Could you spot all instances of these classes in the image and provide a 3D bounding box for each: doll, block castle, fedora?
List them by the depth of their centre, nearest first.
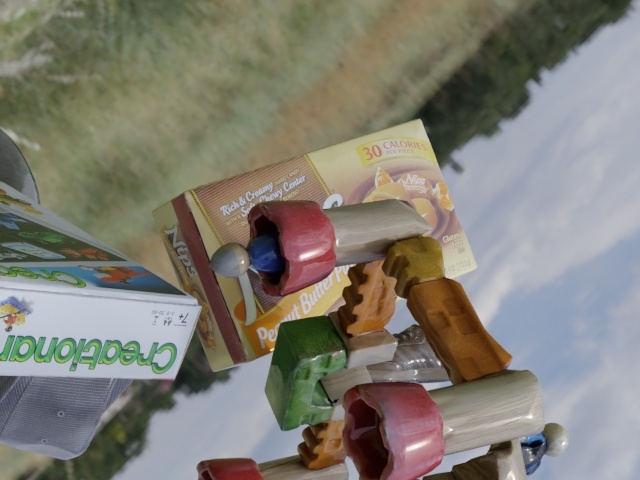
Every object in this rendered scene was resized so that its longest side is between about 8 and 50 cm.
[{"bbox_3d":[0.003,0.208,1.248,0.213,0.303,0.453,-9,138,-24],"label":"block castle"},{"bbox_3d":[0.193,0.250,1.460,0.189,0.046,0.129,-30,147,-28],"label":"doll"},{"bbox_3d":[-0.278,0.152,1.481,0.275,0.124,0.243,-53,-175,30],"label":"fedora"}]

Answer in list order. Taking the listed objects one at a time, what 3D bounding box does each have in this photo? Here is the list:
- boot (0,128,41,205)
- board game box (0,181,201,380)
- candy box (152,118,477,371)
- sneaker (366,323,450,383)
[{"bbox_3d":[-0.297,-0.028,1.243,0.083,0.246,0.161,-17,163,-10],"label":"boot"},{"bbox_3d":[-0.231,0.005,0.684,0.305,0.193,0.053,10,105,-52],"label":"board game box"},{"bbox_3d":[0.000,0.000,1.455,0.316,0.182,0.087,-20,177,-32],"label":"candy box"},{"bbox_3d":[0.096,0.138,1.653,0.188,0.071,0.066,2,167,-30],"label":"sneaker"}]
